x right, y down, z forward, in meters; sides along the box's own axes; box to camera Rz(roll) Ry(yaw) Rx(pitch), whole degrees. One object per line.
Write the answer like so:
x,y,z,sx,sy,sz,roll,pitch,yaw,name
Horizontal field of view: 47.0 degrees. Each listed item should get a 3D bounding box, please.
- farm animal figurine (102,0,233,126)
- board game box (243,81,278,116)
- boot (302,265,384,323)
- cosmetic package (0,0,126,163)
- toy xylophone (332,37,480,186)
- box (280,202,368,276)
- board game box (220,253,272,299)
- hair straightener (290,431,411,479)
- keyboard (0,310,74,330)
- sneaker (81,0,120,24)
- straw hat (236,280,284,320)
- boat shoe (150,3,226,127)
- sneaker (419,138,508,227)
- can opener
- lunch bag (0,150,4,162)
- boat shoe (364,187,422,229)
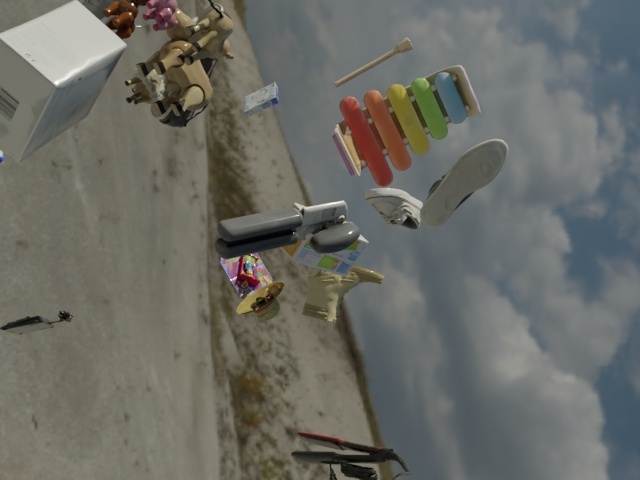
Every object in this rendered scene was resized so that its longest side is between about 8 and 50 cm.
-0.308,-0.424,1.643,0.330,0.172,0.327,25,-41,30,farm animal figurine
-0.149,-0.354,1.847,0.090,0.090,0.020,-95,160,-54,board game box
0.075,0.181,2.490,0.095,0.262,0.203,-176,-85,-80,boot
-0.519,-0.302,1.396,0.224,0.138,0.224,-43,-171,40,cosmetic package
0.161,-0.277,1.558,0.236,0.323,0.081,55,-1,-15,toy xylophone
0.000,0.000,1.812,0.103,0.203,0.114,44,-71,42,box
-0.190,0.079,1.996,0.033,0.133,0.168,-34,-95,42,board game box
0.049,0.401,1.305,0.047,0.230,0.089,62,41,-46,hair straightener
-0.854,0.250,2.254,0.317,0.201,0.033,149,-70,-73,keyboard
-0.568,-0.616,1.894,0.115,0.281,0.105,60,-7,-24,sneaker
-0.139,0.170,1.890,0.061,0.144,0.144,61,-1,-18,straw hat
-0.325,-0.449,1.910,0.112,0.095,0.335,35,-82,38,boat shoe
0.379,-0.169,1.972,0.296,0.104,0.147,-48,-175,21,sneaker
-0.050,-0.012,1.336,0.095,0.283,0.076,43,-48,37,can opener
-0.929,-0.276,1.987,0.151,0.096,0.129,33,-13,45,lunch bag
0.211,-0.085,2.096,0.267,0.096,0.088,19,68,-58,boat shoe
